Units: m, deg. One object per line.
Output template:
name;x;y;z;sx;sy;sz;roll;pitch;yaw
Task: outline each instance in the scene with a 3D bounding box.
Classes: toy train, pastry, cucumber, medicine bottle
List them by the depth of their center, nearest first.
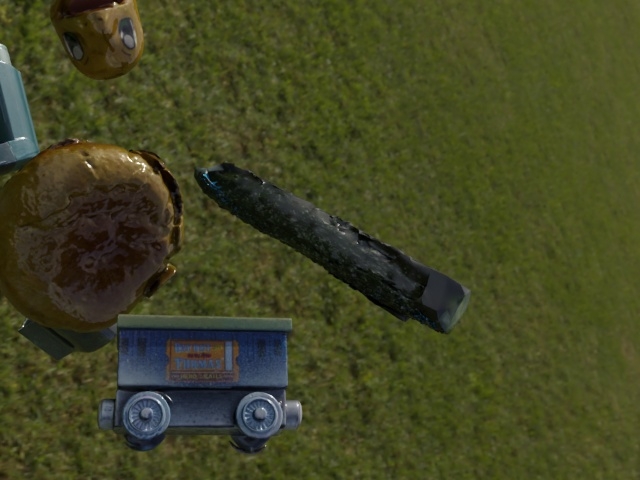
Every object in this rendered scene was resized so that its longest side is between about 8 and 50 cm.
cucumber;0.000;-0.001;0.695;0.043;0.257;0.044;-52;153;-18
toy train;-0.177;0.210;1.329;0.300;0.131;0.201;3;65;-11
pastry;-0.395;-0.007;1.519;0.356;0.164;0.356;-20;126;-30
medicine bottle;-0.593;-0.234;1.630;0.124;0.079;0.258;-4;76;-49

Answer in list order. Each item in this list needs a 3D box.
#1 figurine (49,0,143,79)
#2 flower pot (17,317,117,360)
figurine;-0.184;-0.204;0.693;0.122;0.121;0.176;103;-30;-78
flower pot;-0.488;0.158;1.754;0.108;0.229;0.103;46;50;-25
